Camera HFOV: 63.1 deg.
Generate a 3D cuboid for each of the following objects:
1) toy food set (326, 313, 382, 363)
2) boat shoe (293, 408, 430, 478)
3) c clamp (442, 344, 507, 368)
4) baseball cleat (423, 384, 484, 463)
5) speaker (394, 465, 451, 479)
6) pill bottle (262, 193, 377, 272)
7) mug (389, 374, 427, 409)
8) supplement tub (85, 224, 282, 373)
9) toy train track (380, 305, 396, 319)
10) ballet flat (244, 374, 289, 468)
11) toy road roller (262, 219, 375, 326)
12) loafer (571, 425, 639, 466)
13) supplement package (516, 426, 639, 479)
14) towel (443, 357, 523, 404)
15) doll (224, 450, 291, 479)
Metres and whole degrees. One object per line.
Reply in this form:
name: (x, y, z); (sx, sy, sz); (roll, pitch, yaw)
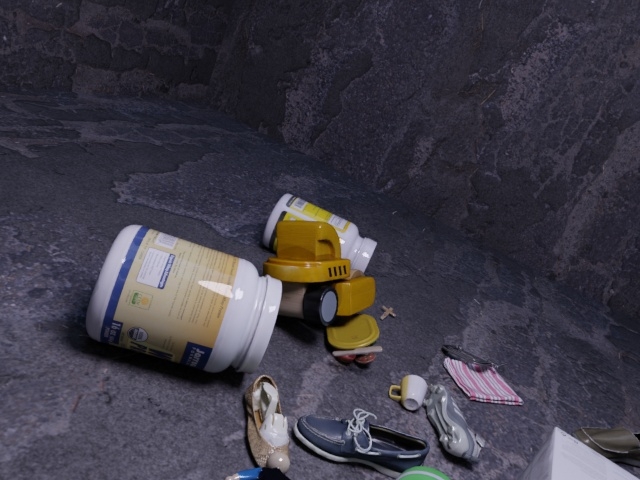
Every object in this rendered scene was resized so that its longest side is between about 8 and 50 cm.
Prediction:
toy food set: (0.084, 0.256, 1.282); (0.128, 0.071, 0.218); (-10, 16, 1)
boat shoe: (0.078, 0.365, 0.960); (0.254, 0.079, 0.095); (22, 20, -3)
c clamp: (0.431, 0.332, 1.488); (0.160, 0.022, 0.137); (22, 10, 38)
baseball cleat: (0.293, 0.406, 1.143); (0.109, 0.072, 0.206); (36, 19, -13)
speaker: (0.124, 0.450, 0.728); (0.131, 0.131, 0.296); (28, 20, 14)
pill bottle: (0.000, 0.000, 1.658); (0.333, 0.188, 0.188); (26, 20, 5)
mug: (0.203, 0.354, 1.187); (0.062, 0.078, 0.064); (54, 26, -11)
supplement tub: (-0.253, 0.120, 1.000); (0.316, 0.228, 0.228); (19, 20, -11)
toy train track: (0.197, 0.222, 1.566); (0.048, 0.014, 0.083); (37, 28, 15)
ballet flat: (-0.093, 0.314, 0.918); (0.073, 0.067, 0.206); (15, 22, -27)
toy road roller: (-0.008, 0.070, 1.317); (0.202, 0.241, 0.329); (4, 4, 30)
loafer: (0.751, 0.509, 1.332); (0.251, 0.087, 0.094); (15, 21, -22)
supplement package: (0.416, 0.489, 0.842); (0.199, 0.198, 0.262); (31, 21, 19)
towel: (0.439, 0.380, 1.404); (0.197, 0.029, 0.144); (14, 22, -26)
doll: (-0.084, 0.380, 0.757); (0.129, 0.046, 0.189); (25, 27, 2)
